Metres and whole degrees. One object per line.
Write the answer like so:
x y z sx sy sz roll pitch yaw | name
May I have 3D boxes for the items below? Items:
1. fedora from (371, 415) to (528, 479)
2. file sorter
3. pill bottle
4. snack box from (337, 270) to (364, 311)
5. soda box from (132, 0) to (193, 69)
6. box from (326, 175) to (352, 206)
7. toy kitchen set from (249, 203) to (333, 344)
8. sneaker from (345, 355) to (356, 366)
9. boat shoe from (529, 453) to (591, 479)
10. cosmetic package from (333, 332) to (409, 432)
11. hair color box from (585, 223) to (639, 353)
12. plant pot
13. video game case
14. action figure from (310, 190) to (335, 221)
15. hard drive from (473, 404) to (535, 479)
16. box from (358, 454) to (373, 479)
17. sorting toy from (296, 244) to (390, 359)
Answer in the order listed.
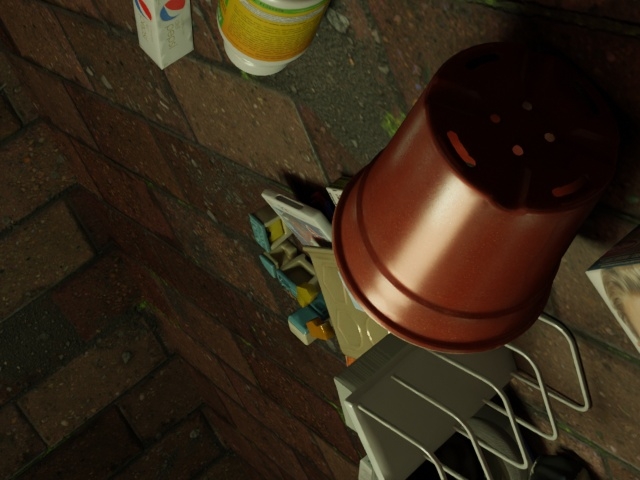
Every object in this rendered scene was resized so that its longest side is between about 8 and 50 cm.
0.206 0.366 1.805 0.275 0.244 0.124 52 -169 -22 | fedora
0.211 0.232 1.528 0.173 0.278 0.192 28 149 47 | file sorter
-0.061 -0.308 1.420 0.136 0.136 0.245 51 161 6 | pill bottle
0.154 0.024 1.400 0.174 0.207 0.070 19 142 57 | snack box
-0.264 -0.385 1.845 0.069 0.074 0.216 46 160 18 | soda box
0.094 -0.003 1.749 0.114 0.036 0.207 16 139 60 | box
-0.055 0.057 2.061 0.207 0.122 0.166 40 157 32 | toy kitchen set
0.077 0.244 2.095 0.067 0.064 0.175 110 145 -73 | sneaker
0.375 0.503 1.758 0.127 0.158 0.340 6 134 36 | boat shoe
0.147 0.198 1.676 0.107 0.238 0.127 32 149 39 | cosmetic package
0.435 0.136 1.108 0.347 0.105 0.174 55 160 -5 | hair color box
0.172 -0.053 1.182 0.272 0.272 0.265 48 153 14 | plant pot
0.000 0.000 1.920 0.201 0.023 0.183 50 167 -33 | video game case
0.027 -0.034 1.864 0.115 0.030 0.038 44 156 18 | action figure
0.320 0.407 1.934 0.210 0.040 0.318 19 141 58 | hard drive
0.155 0.542 2.497 0.126 0.072 0.137 44 158 22 | box
0.046 0.107 1.877 0.307 0.041 0.229 5 121 61 | sorting toy
